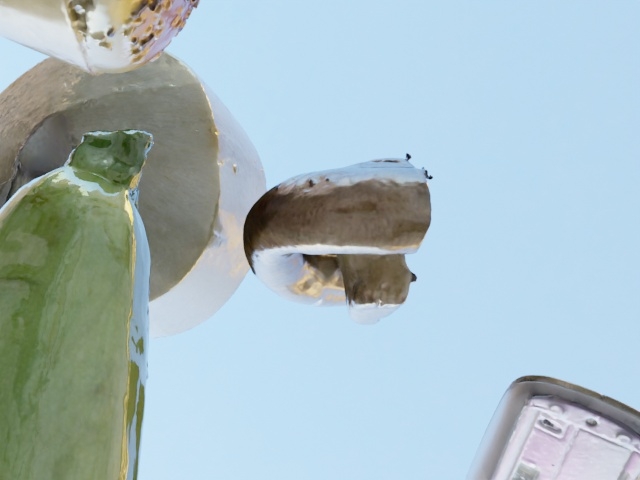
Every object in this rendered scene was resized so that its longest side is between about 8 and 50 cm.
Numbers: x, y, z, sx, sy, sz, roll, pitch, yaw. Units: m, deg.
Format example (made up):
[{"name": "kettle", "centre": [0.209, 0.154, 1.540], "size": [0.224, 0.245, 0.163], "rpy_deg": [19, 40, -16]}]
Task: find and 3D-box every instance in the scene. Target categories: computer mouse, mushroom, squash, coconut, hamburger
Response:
[{"name": "computer mouse", "centre": [0.170, 0.182, 1.249], "size": [0.126, 0.056, 0.245], "rpy_deg": [21, -44, 7]}, {"name": "mushroom", "centre": [0.000, 0.000, 1.657], "size": [0.285, 0.151, 0.156], "rpy_deg": [133, -45, -67]}, {"name": "squash", "centre": [-0.125, 0.125, 0.603], "size": [0.118, 0.118, 0.370], "rpy_deg": [-2, -109, 36]}, {"name": "coconut", "centre": [-0.210, -0.048, 1.762], "size": [0.323, 0.323, 0.322], "rpy_deg": [-10, -107, 34]}, {"name": "hamburger", "centre": [-0.152, -0.264, 1.225], "size": [0.176, 0.300, 0.300], "rpy_deg": [8, -98, 5]}]
